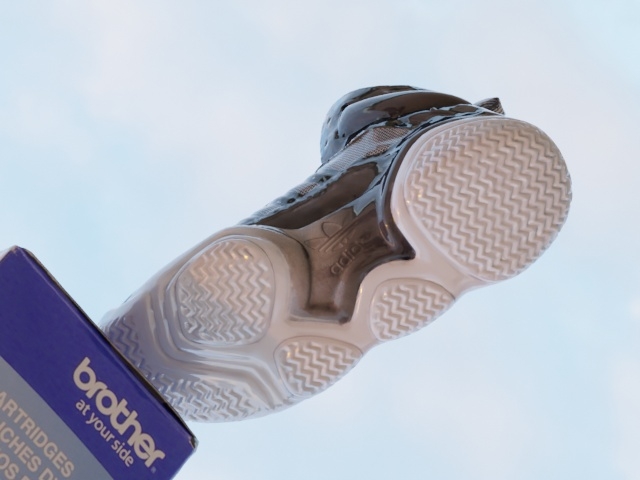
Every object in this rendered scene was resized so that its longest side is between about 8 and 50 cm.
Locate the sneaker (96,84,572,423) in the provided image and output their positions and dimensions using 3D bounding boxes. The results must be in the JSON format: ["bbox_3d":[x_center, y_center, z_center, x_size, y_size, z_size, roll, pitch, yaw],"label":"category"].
[{"bbox_3d":[0.000,0.000,0.887,0.101,0.268,0.153,63,-176,-22],"label":"sneaker"}]

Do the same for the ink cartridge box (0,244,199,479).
[{"bbox_3d":[-0.245,0.160,0.794,0.151,0.270,0.395,50,-128,-18],"label":"ink cartridge box"}]
